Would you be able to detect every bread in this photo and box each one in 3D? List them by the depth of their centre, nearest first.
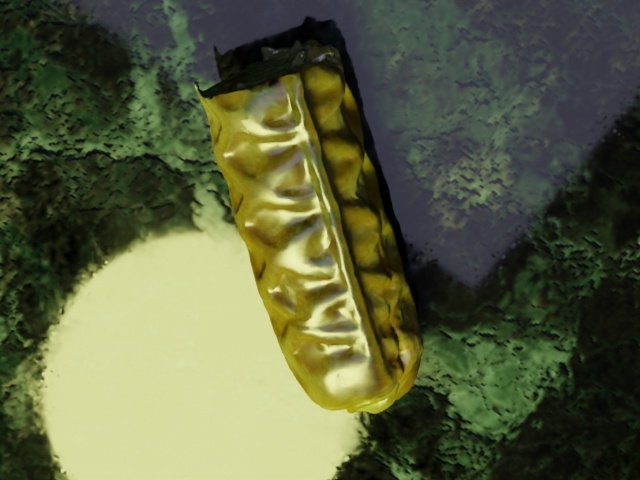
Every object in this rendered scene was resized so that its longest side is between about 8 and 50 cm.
[{"bbox_3d":[0.001,-0.001,0.873,0.087,0.098,0.269,4,119,46],"label":"bread"}]
